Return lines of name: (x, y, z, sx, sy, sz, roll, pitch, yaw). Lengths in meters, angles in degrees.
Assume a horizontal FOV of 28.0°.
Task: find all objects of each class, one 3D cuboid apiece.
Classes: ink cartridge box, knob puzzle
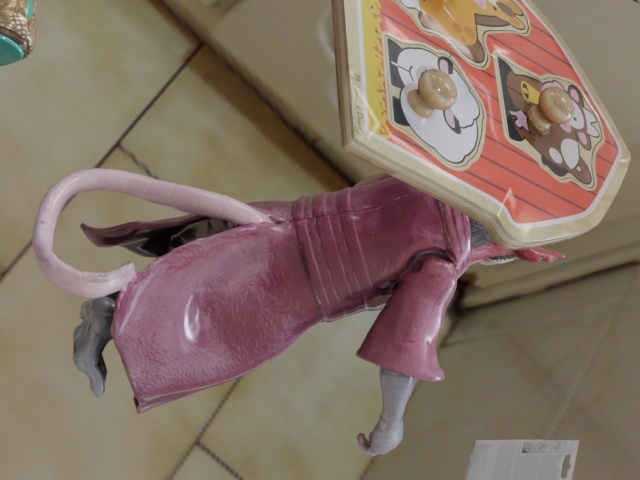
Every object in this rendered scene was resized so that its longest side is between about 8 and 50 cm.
ink cartridge box: (0.200, 0.228, 1.255, 0.029, 0.115, 0.063, 52, 45, -38)
knob puzzle: (0.089, -0.081, 0.621, 0.213, 0.030, 0.213, 26, 46, -30)

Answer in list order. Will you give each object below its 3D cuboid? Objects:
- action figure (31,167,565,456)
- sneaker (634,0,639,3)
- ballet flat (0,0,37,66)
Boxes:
action figure: (0.000, 0.000, 0.978, 0.248, 0.370, 0.276, -101, 175, -46)
sneaker: (0.350, -0.210, 1.185, 0.178, 0.077, 0.072, 28, 77, 2)
ballet flat: (-0.318, -0.176, 1.112, 0.073, 0.206, 0.067, 45, 50, -47)
